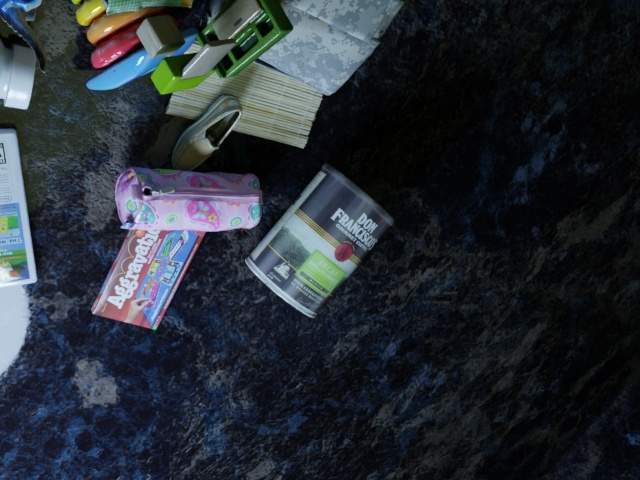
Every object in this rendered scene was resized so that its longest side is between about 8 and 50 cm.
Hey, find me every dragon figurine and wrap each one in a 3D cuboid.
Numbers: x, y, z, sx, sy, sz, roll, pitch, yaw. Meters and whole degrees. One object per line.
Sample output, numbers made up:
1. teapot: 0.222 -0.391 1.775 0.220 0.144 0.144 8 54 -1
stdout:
1. dragon figurine: -0.508 -0.389 0.998 0.144 0.085 0.289 -13 97 -31

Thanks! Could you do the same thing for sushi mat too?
1. sushi mat: -0.140 -0.288 1.318 0.317 0.019 0.151 9 108 -31

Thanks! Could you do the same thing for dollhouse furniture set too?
1. dollhouse furniture set: -0.217 -0.401 0.996 0.197 0.151 0.301 -32 92 -51

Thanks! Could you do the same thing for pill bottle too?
1. pill bottle: -0.574 -0.279 1.029 0.221 0.121 0.121 7 110 -30

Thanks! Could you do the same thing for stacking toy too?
1. stacking toy: -0.356 -0.417 1.077 0.302 0.175 0.166 62 35 -17

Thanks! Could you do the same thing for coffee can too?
1. coffee can: 0.000 0.000 1.420 0.275 0.201 0.201 -50 126 2

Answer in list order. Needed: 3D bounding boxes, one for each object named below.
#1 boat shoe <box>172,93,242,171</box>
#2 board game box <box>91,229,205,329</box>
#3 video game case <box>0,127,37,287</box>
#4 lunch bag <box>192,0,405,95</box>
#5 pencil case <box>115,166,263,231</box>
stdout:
1. boat shoe: -0.221 -0.197 1.270 0.068 0.072 0.190 26 113 -38
2. board game box: -0.350 0.047 1.365 0.145 0.027 0.281 22 102 -33
3. video game case: -0.688 -0.038 1.140 0.329 0.036 0.300 -9 117 -25
4. lunch bag: -0.045 -0.419 1.189 0.305 0.212 0.256 16 122 -30
5. pencil case: -0.252 -0.079 1.278 0.284 0.124 0.124 1 113 -38
